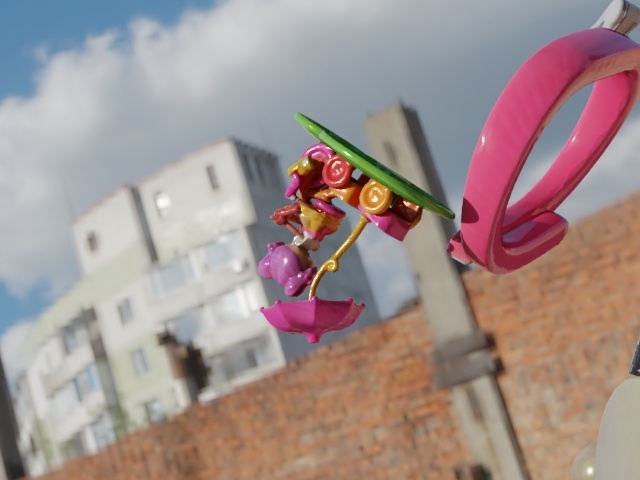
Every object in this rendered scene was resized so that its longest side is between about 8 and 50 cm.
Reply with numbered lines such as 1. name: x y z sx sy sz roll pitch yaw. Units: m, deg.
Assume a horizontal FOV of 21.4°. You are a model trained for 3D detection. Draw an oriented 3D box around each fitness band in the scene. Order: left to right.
1. fitness band: 0.196 -0.077 1.438 0.291 0.054 0.209 -25 -38 -58

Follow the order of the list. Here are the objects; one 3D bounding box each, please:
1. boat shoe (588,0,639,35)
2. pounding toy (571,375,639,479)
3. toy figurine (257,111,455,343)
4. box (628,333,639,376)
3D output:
1. boat shoe: 0.268 -0.187 1.577 0.035 0.035 0.100 20 -40 -14
2. pounding toy: 0.259 0.190 1.144 0.110 0.183 0.237 -2 -22 -10
3. toy figurine: 0.000 0.000 1.389 0.130 0.173 0.159 25 -81 -52
4. box: 0.567 0.129 2.112 0.295 0.293 0.073 -41 -31 -55
